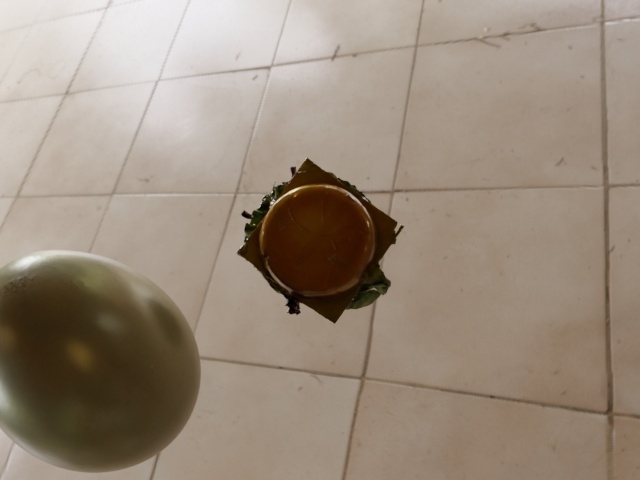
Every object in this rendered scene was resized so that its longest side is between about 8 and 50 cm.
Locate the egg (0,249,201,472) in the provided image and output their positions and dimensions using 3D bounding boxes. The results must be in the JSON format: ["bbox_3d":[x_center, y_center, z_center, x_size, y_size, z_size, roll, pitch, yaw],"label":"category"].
[{"bbox_3d":[-0.223,0.116,0.503,0.186,0.242,0.186,-23,33,16],"label":"egg"}]

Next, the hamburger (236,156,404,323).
[{"bbox_3d":[0.001,0.004,0.614,0.164,0.093,0.189,-42,80,-1],"label":"hamburger"}]
